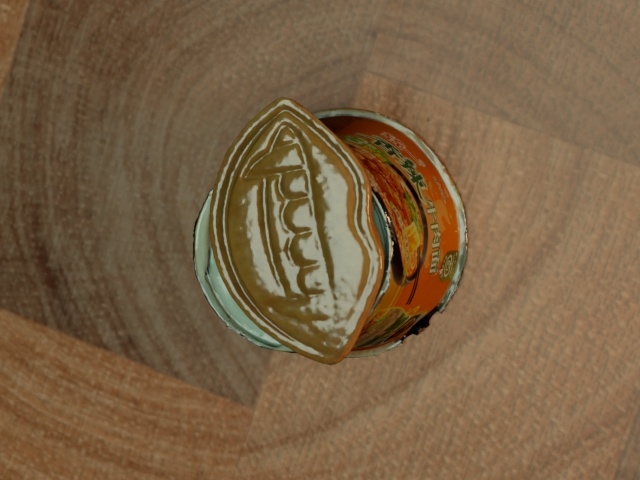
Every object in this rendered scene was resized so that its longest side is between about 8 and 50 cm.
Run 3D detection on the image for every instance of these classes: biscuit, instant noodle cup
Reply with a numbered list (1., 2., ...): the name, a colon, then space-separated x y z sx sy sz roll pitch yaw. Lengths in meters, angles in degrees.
1. biscuit: -0.021 -0.006 1.532 0.141 0.029 0.221 -7 93 16
2. instant noodle cup: 0.000 0.000 1.637 0.230 0.182 0.230 1 94 15
